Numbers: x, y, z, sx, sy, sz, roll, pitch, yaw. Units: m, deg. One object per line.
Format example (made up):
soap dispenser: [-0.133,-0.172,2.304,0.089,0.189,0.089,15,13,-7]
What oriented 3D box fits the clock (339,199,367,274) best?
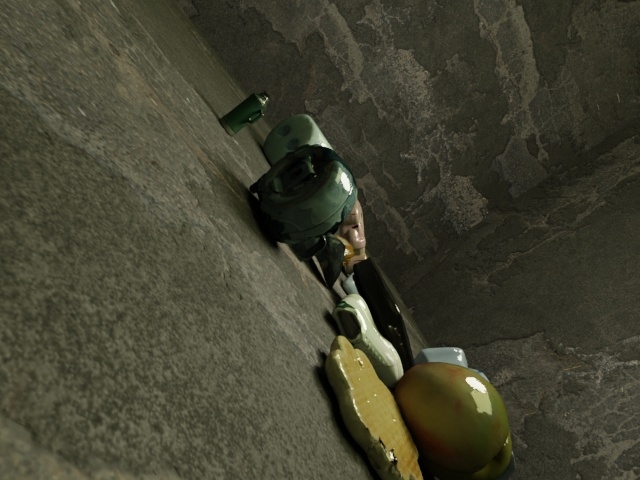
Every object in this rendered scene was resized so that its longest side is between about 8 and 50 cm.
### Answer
clock: [0.137,-0.036,1.904,0.284,0.114,0.309,-84,169,-63]

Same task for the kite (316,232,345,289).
kite: [0.002,0.000,1.414,0.015,0.169,0.309,-4,42,-28]

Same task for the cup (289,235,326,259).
cup: [-0.046,-0.015,1.308,0.128,0.095,0.129,53,5,-1]

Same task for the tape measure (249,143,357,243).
tape measure: [-0.046,-0.124,1.153,0.147,0.275,0.256,53,11,-44]

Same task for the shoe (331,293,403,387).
shoe: [0.111,0.267,1.127,0.110,0.095,0.264,-7,65,-60]

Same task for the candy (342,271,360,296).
candy: [0.160,0.201,1.646,0.174,0.071,0.138,56,30,-2]

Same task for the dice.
dice: [-0.083,-0.390,2.018,0.268,0.265,0.262,47,11,-49]

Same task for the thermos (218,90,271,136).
thermos: [-0.250,-0.438,1.497,0.073,0.188,0.083,50,8,-30]

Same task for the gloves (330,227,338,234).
gloves: [-0.001,-0.164,1.957,0.210,0.135,0.312,-49,136,-48]

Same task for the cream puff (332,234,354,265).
cream puff: [0.053,0.044,1.575,0.126,0.103,0.144,34,20,12]

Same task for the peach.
peach: [0.299,0.417,1.029,0.292,0.247,0.292,35,-10,7]

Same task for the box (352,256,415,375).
box: [0.202,0.265,1.359,0.350,0.091,0.358,-110,180,-60]

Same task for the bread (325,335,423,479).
bread: [0.099,0.331,0.864,0.316,0.054,0.316,53,9,-13]

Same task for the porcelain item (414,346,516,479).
porcelain item: [0.410,0.505,1.308,0.405,0.243,0.178,-96,-174,-63]
